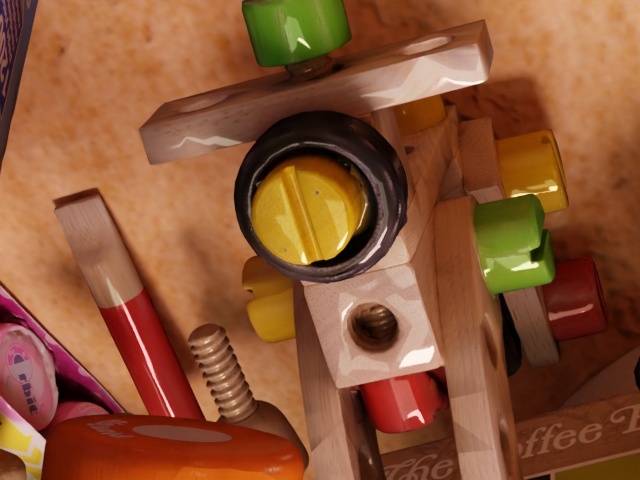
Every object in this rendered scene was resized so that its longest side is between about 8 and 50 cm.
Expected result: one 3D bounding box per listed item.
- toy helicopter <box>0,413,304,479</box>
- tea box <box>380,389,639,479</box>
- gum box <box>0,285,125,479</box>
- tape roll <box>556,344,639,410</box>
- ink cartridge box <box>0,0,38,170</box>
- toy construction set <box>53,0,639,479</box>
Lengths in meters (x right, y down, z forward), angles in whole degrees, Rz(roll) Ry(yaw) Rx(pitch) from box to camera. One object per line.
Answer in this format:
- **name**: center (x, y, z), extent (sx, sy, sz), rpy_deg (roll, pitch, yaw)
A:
- **toy helicopter**: center (-0.153, 0.117, 0.718), extent (0.235, 0.355, 0.140), rpy_deg (4, 92, -14)
- **tea box**: center (0.188, 0.231, 0.771), extent (0.329, 0.323, 0.220), rpy_deg (-16, 130, 18)
- **gum box**: center (-0.180, 0.077, 0.925), extent (0.107, 0.062, 0.188), rpy_deg (-22, 128, 23)
- **tape roll**: center (0.283, 0.175, 0.982), extent (0.392, 0.072, 0.392), rpy_deg (2, 132, 2)
- **ink cartridge box**: center (-0.187, -0.077, 0.557), extent (0.151, 0.395, 0.270), rpy_deg (-1, 133, 4)
- **toy construction set**: center (0.000, 0.000, 0.780), extent (0.308, 0.257, 0.237), rpy_deg (-5, 117, 39)
